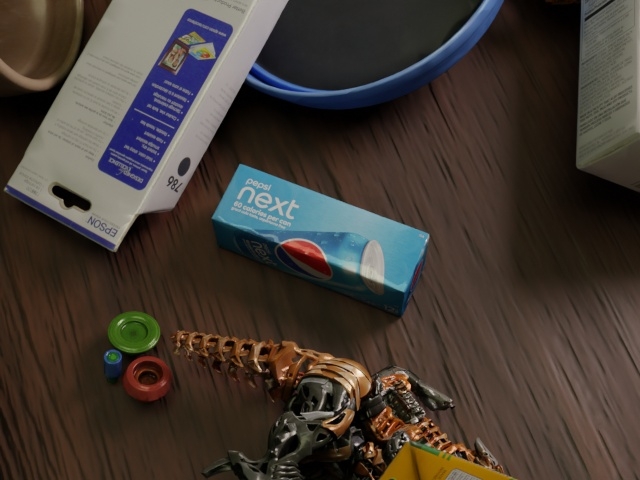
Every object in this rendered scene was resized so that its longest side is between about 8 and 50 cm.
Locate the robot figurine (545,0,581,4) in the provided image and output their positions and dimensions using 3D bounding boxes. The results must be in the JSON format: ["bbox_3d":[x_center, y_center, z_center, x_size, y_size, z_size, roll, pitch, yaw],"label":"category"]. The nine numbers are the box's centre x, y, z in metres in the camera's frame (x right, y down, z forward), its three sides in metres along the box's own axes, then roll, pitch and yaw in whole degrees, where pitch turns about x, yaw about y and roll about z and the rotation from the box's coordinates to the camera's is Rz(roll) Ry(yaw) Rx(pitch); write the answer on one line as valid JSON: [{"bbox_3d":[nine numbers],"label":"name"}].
[{"bbox_3d":[0.293,-0.392,1.175,0.211,0.085,0.291,-8,82,-26],"label":"robot figurine"}]

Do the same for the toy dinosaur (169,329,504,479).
[{"bbox_3d":[0.004,0.185,0.937,0.321,0.164,0.218,17,49,29],"label":"toy dinosaur"}]

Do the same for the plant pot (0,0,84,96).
[{"bbox_3d":[-0.420,-0.277,1.111,0.229,0.263,0.263,-6,63,17],"label":"plant pot"}]

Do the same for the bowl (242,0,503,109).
[{"bbox_3d":[0.031,-0.326,1.138,0.391,0.077,0.391,-5,73,18],"label":"bowl"}]

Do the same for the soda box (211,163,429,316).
[{"bbox_3d":[0.000,0.000,1.045,0.210,0.067,0.071,21,66,12],"label":"soda box"}]

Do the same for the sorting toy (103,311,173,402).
[{"bbox_3d":[-0.183,0.122,1.010,0.061,0.042,0.102,-9,51,-20],"label":"sorting toy"}]

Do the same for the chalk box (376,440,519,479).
[{"bbox_3d":[0.144,0.326,0.787,0.180,0.179,0.289,-49,116,-19],"label":"chalk box"}]

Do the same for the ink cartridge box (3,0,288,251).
[{"bbox_3d":[-0.183,-0.157,1.088,0.165,0.065,0.333,28,84,22],"label":"ink cartridge box"}]

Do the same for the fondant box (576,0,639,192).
[{"bbox_3d":[0.389,-0.197,1.057,0.238,0.096,0.330,18,66,-22],"label":"fondant box"}]
